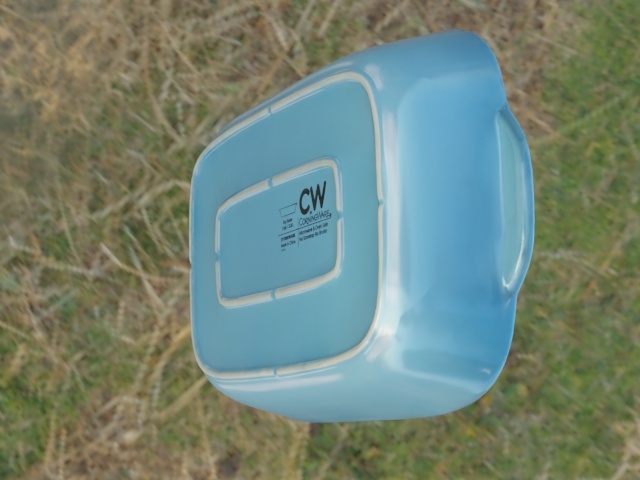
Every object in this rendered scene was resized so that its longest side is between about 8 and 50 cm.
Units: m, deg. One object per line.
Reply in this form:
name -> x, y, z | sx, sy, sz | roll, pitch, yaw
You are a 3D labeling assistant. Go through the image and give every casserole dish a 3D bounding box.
casserole dish -> 0.000, 0.000, 0.451 | 0.037, 0.188, 0.114 | 2, 81, -28
